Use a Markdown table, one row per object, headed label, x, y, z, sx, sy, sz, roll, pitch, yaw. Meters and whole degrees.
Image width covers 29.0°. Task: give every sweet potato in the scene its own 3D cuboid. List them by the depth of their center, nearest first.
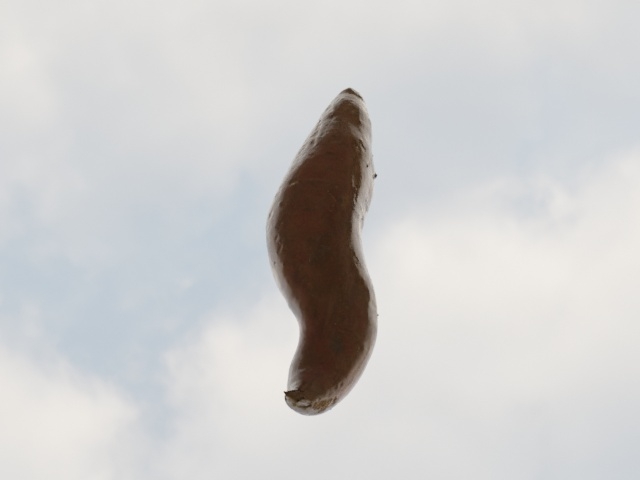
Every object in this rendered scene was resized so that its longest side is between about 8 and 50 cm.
| label | x | y | z | sx | sy | sz | roll | pitch | yaw |
| --- | --- | --- | --- | --- | --- | --- | --- | --- | --- |
| sweet potato | 0.001 | 0.001 | 0.656 | 0.058 | 0.055 | 0.202 | -12 | -122 | 26 |
